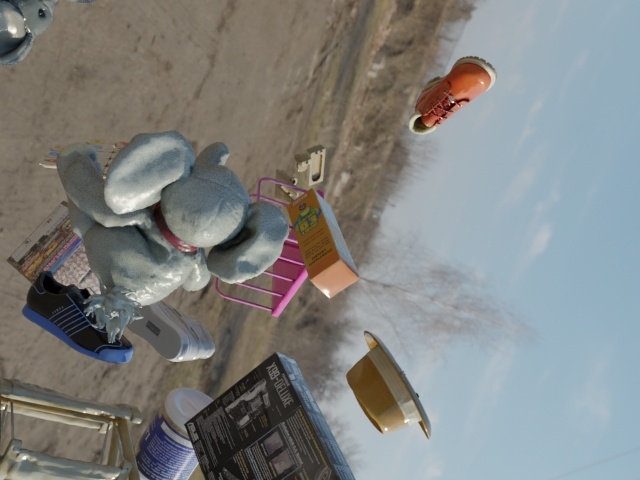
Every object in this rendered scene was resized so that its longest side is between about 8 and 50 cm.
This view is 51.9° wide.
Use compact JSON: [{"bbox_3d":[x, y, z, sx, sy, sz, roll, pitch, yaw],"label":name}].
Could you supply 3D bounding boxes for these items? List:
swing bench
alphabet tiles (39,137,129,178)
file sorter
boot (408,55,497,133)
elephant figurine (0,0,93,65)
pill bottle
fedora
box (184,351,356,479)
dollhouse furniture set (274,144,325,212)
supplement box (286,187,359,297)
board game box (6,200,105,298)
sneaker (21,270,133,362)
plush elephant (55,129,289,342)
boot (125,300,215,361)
[{"bbox_3d":[-0.453,0.360,1.129,0.165,0.253,0.255,-47,-141,27],"label":"swing bench"},{"bbox_3d":[-0.477,-0.187,1.496,0.284,0.278,0.021,-113,-151,-65],"label":"alphabet tiles"},{"bbox_3d":[-0.131,0.013,1.661,0.202,0.182,0.291,-91,-153,-43],"label":"file sorter"},{"bbox_3d":[0.179,-0.195,0.910,0.084,0.059,0.158,-56,-167,-20],"label":"boot"},{"bbox_3d":[-0.504,-0.359,1.028,0.186,0.239,0.169,-19,-121,39],"label":"elephant figurine"},{"bbox_3d":[-0.357,0.497,1.576,0.265,0.153,0.153,-57,-178,15],"label":"pill bottle"},{"bbox_3d":[0.095,0.234,1.015,0.079,0.194,0.194,-29,174,-6],"label":"fedora"},{"bbox_3d":[-0.094,0.397,1.194,0.242,0.307,0.076,-40,143,9],"label":"box"},{"bbox_3d":[-0.030,-0.159,1.833,0.151,0.123,0.144,-23,138,-28],"label":"dollhouse furniture set"},{"bbox_3d":[0.000,0.000,1.306,0.078,0.080,0.233,-35,-141,13],"label":"supplement box"},{"bbox_3d":[-0.689,0.044,1.810,0.232,0.291,0.141,-51,130,-15],"label":"board game box"},{"bbox_3d":[-0.440,0.140,1.213,0.090,0.232,0.081,-65,174,12],"label":"sneaker"},{"bbox_3d":[-0.205,-0.041,0.927,0.255,0.272,0.330,-35,-146,13],"label":"plush elephant"},{"bbox_3d":[-0.351,0.190,1.497,0.095,0.258,0.123,-57,148,9],"label":"boot"}]
